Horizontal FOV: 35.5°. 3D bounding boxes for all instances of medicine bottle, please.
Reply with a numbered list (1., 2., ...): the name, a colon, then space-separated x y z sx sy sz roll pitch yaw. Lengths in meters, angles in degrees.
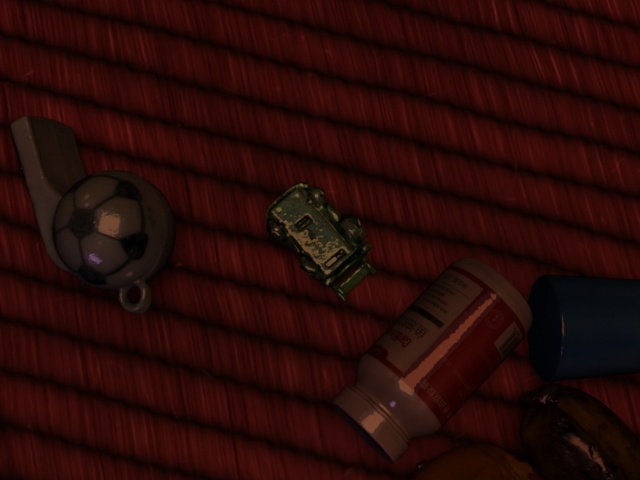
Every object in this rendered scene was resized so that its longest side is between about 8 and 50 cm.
1. medicine bottle: 0.136 0.145 1.224 0.131 0.131 0.250 44 78 8

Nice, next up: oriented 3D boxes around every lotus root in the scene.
1. lotus root: 0.324 0.260 1.212 0.120 0.120 0.209 -40 78 -11

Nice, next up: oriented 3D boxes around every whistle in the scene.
1. whistle: -0.268 -0.044 1.245 0.163 0.163 0.290 -19 78 -7

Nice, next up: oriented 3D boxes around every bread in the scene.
1. bread: 0.165 0.347 1.163 0.262 0.163 0.204 -39 70 -19

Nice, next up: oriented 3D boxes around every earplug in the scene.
1. earplug: 0.410 0.107 1.251 0.272 0.132 0.133 -1 76 -6

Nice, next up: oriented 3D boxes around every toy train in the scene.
1. toy train: 0.000 0.000 1.286 0.099 0.081 0.149 -43 76 -11
